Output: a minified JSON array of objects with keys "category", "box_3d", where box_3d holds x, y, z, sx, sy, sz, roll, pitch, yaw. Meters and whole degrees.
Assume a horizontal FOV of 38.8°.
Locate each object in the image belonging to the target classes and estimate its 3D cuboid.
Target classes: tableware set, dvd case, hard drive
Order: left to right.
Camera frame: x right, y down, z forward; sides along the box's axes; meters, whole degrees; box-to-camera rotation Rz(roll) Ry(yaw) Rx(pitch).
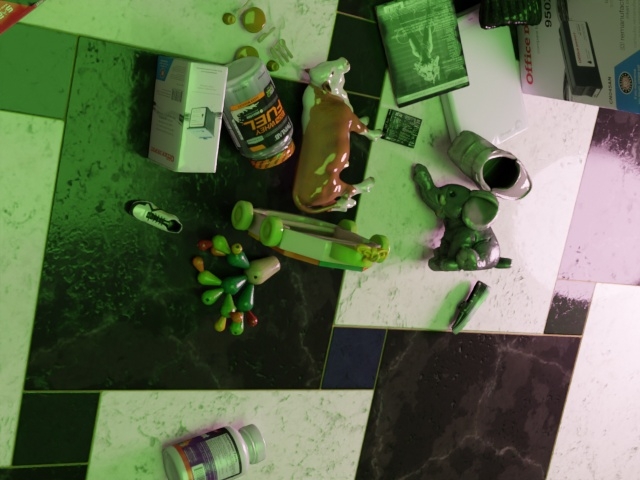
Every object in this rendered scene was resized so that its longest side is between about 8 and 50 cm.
[{"category":"tableware set","box_3d":[-0.128,-0.373,1.723,0.104,0.024,0.154,-45,123,-10]},{"category":"dvd case","box_3d":[0.214,-0.404,1.895,0.164,0.018,0.221,-19,113,-5]},{"category":"hard drive","box_3d":[0.350,-0.355,2.009,0.203,0.040,0.308,-28,116,-22]}]

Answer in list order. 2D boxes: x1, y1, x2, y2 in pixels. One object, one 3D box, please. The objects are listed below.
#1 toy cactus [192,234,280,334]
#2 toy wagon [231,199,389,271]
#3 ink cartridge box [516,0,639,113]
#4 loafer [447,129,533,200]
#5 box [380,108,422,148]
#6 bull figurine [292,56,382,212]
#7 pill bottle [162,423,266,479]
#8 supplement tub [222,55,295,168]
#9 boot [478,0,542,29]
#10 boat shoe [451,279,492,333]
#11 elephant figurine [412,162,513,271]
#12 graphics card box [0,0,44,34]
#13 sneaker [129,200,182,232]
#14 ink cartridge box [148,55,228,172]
[{"category":"toy cactus","box_3d":[-0.155,0.076,1.796,0.180,0.112,0.219,-27,108,-33]},{"category":"toy wagon","box_3d":[0.000,0.000,1.711,0.267,0.344,0.068,9,101,-33]},{"category":"ink cartridge box","box_3d":[0.602,-0.441,1.928,0.166,0.395,0.286,-19,113,-24]},{"category":"loafer","box_3d":[0.396,-0.147,2.020,0.319,0.111,0.112,19,110,-50]},{"category":"box","box_3d":[0.174,-0.239,1.946,0.083,0.018,0.067,12,97,-33]},{"category":"bull figurine","box_3d":[0.026,-0.201,1.807,0.188,0.101,0.311,14,89,-36]},{"category":"pill bottle","box_3d":[-0.213,0.442,1.849,0.193,0.108,0.108,-15,111,-28]},{"category":"supplement tub","box_3d":[-0.125,-0.237,1.702,0.117,0.117,0.190,-37,123,-17]},{"category":"boot","box_3d":[0.326,-0.561,1.837,0.347,0.131,0.260,-4,105,-30]},{"category":"boat shoe","box_3d":[0.350,0.158,2.156,0.040,0.049,0.142,38,83,0]},{"category":"elephant figurine","box_3d":[0.316,-0.052,2.017,0.186,0.169,0.240,-1,88,-60]},{"category":"graphics card box","box_3d":[-0.553,-0.513,1.378,0.233,0.094,0.371,-43,122,-14]},{"category":"sneaker","box_3d":[-0.304,-0.044,1.694,0.109,0.043,0.040,21,94,-32]},{"category":"ink cartridge box","box_3d":[-0.240,-0.226,1.623,0.082,0.139,0.191,-1,105,-33]}]
